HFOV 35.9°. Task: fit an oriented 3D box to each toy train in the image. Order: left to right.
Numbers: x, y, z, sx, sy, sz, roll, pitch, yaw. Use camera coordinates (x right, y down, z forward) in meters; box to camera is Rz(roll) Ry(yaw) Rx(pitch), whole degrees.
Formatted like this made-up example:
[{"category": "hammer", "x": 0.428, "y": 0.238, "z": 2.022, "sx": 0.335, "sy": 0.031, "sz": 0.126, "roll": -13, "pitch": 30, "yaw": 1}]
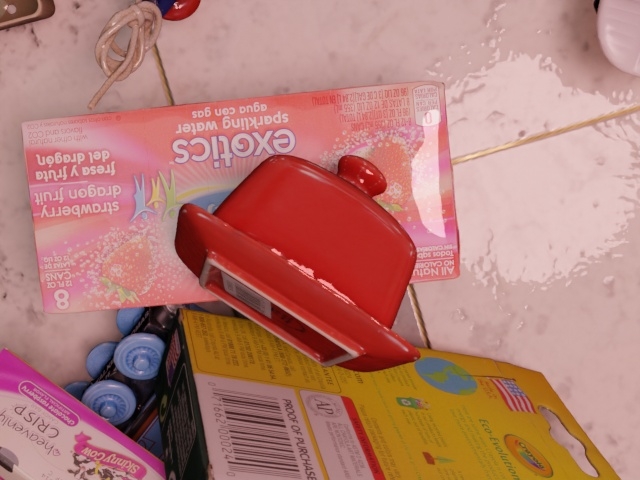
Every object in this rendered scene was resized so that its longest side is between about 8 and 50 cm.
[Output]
[{"category": "toy train", "x": -0.160, "y": -0.224, "z": 0.732, "sx": 0.143, "sy": 0.105, "sz": 0.248, "roll": 27, "pitch": 70, "yaw": 13}, {"category": "toy train", "x": -0.142, "y": 0.127, "z": 0.796, "sx": 0.105, "sy": 0.080, "sz": 0.184, "roll": 30, "pitch": 110, "yaw": -22}]

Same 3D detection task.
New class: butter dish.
[{"category": "butter dish", "x": 0.000, "y": 0.000, "z": 0.614, "sx": 0.159, "sy": 0.160, "sz": 0.118, "roll": 32, "pitch": 76, "yaw": -2}]

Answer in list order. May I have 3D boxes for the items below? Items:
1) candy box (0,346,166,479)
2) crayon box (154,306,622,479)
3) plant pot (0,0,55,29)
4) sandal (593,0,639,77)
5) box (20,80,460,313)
[{"category": "candy box", "x": -0.218, "y": 0.199, "z": 0.755, "sx": 0.159, "sy": 0.071, "sz": 0.233, "roll": 37, "pitch": 139, "yaw": -1}, {"category": "crayon box", "x": 0.052, "y": 0.154, "z": 0.698, "sx": 0.318, "sy": 0.202, "sz": 0.081, "roll": 11, "pitch": 114, "yaw": -19}, {"category": "plant pot", "x": -0.266, "y": -0.209, "z": 0.772, "sx": 0.109, "sy": 0.096, "sz": 0.109, "roll": -14, "pitch": 94, "yaw": 5}, {"category": "sandal", "x": 0.271, "y": -0.232, "z": 0.756, "sx": 0.101, "sy": 0.076, "sz": 0.265, "roll": 22, "pitch": 75, "yaw": -7}, {"category": "box", "x": -0.052, "y": -0.035, "z": 0.748, "sx": 0.299, "sy": 0.154, "sz": 0.142, "roll": -5, "pitch": 95, "yaw": 3}]
